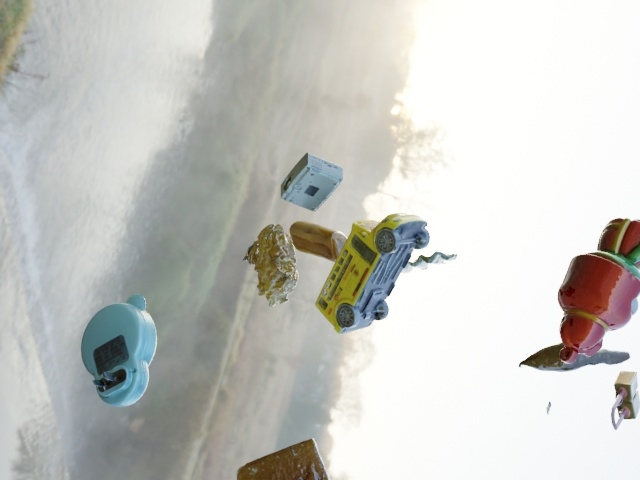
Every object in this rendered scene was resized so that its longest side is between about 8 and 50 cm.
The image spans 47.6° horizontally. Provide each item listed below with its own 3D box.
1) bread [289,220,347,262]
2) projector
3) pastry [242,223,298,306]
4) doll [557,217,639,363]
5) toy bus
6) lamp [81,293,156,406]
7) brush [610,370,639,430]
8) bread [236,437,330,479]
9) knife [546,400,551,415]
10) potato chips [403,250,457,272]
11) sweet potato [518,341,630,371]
[{"bbox_3d":[0.000,0.000,1.948,0.239,0.073,0.093,18,-53,59],"label":"bread"},{"bbox_3d":[-0.025,-0.150,1.910,0.147,0.115,0.061,-47,-149,40],"label":"projector"},{"bbox_3d":[-0.142,0.066,2.146,0.154,0.102,0.250,-42,-136,31],"label":"pastry"},{"bbox_3d":[0.614,0.110,1.594,0.363,0.160,0.182,-60,-166,-15],"label":"doll"},{"bbox_3d":[0.120,0.061,1.735,0.144,0.152,0.330,-5,130,-48],"label":"toy bus"},{"bbox_3d":[-0.513,0.288,1.860,0.209,0.147,0.284,-30,-138,17],"label":"lamp"},{"bbox_3d":[0.779,0.422,1.863,0.233,0.047,0.103,-19,101,-57],"label":"brush"},{"bbox_3d":[-0.090,0.643,1.893,0.111,0.234,0.184,69,-2,-61],"label":"bread"},{"bbox_3d":[0.738,0.539,2.339,0.096,0.010,0.027,71,13,-59],"label":"knife"},{"bbox_3d":[0.214,0.094,2.220,0.389,0.373,0.097,161,-92,-79],"label":"potato chips"},{"bbox_3d":[0.615,0.278,1.744,0.075,0.269,0.075,-4,90,-88],"label":"sweet potato"}]
